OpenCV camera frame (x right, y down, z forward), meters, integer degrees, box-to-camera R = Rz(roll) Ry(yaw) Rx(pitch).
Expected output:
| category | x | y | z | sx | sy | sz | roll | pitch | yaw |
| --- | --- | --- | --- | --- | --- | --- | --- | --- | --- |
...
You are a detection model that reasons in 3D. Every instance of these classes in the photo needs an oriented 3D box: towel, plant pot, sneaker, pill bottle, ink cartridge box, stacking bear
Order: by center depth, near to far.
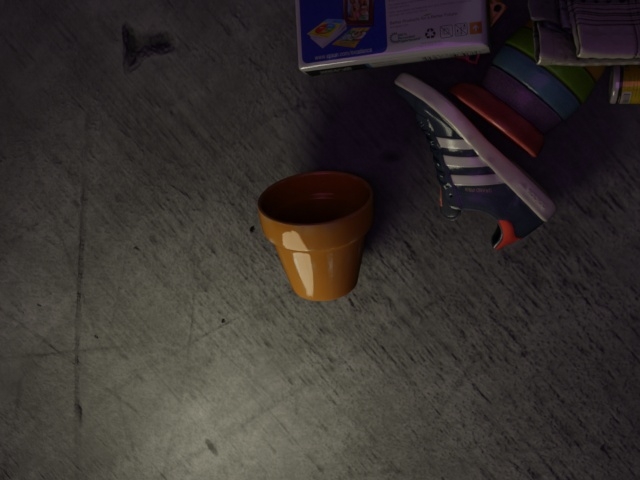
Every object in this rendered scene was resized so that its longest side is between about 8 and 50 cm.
| category | x | y | z | sx | sy | sz | roll | pitch | yaw |
| --- | --- | --- | --- | --- | --- | --- | --- | --- | --- |
| towel | 0.445 | -0.374 | 0.874 | 0.325 | 0.056 | 0.312 | 1 | 71 | 7 |
| stacking bear | 0.365 | -0.288 | 0.986 | 0.175 | 0.164 | 0.289 | 35 | 106 | -13 |
| pill bottle | 0.513 | -0.244 | 0.998 | 0.116 | 0.065 | 0.065 | 4 | 107 | 16 |
| ink cartridge box | 0.107 | -0.434 | 1.017 | 0.304 | 0.072 | 0.307 | -2 | 90 | 20 |
| sneaker | 0.227 | -0.126 | 1.089 | 0.350 | 0.131 | 0.148 | 45 | 109 | 0 |
| plant pot | 0.000 | 0.000 | 1.179 | 0.205 | 0.205 | 0.187 | 4 | 123 | 17 |

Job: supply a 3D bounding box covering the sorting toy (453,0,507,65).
| category | x | y | z | sx | sy | sz | roll | pitch | yaw |
| --- | --- | --- | --- | --- | --- | --- | --- | --- | --- |
| sorting toy | 0.167 | -0.387 | 1.076 | 0.275 | 0.046 | 0.132 | 19 | 111 | 12 |
